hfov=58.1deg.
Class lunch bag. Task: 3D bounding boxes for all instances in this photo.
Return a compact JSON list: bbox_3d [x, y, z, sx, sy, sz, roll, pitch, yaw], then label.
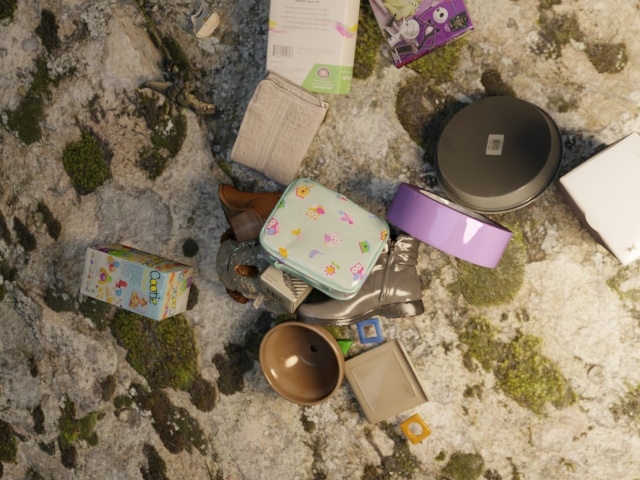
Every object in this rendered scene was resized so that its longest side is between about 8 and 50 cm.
[{"bbox_3d":[0.000,0.000,1.356,0.279,0.108,0.224,28,75,6],"label":"lunch bag"}]

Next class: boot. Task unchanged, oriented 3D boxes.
[{"bbox_3d":[-0.150,-0.106,1.537,0.220,0.283,0.109,-22,118,-10],"label":"boot"},{"bbox_3d":[0.094,0.091,1.451,0.337,0.118,0.223,-7,92,-12],"label":"boot"}]

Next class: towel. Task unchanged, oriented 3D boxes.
[{"bbox_3d":[-0.110,-0.278,1.485,0.187,0.049,0.282,27,127,-2],"label":"towel"}]

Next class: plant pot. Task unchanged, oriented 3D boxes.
[{"bbox_3d":[-0.037,0.308,1.538,0.237,0.109,0.238,6,107,21],"label":"plant pot"}]

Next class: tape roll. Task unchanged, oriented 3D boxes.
[{"bbox_3d":[0.292,-0.038,1.317,0.274,0.275,0.090,27,103,15],"label":"tape roll"}]

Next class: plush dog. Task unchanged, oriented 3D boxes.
[{"bbox_3d":[-0.201,0.074,1.559,0.225,0.210,0.263,3,94,45],"label":"plush dog"}]

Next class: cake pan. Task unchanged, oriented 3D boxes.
[{"bbox_3d":[0.401,-0.208,1.326,0.293,0.054,0.294,-8,70,23],"label":"cake pan"}]

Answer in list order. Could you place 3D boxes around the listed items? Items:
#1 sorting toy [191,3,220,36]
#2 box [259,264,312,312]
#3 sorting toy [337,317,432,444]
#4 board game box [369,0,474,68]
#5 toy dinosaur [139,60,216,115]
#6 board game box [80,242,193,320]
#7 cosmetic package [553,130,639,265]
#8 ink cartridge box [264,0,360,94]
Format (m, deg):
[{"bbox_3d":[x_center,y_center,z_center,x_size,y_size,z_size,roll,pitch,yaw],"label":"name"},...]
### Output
[{"bbox_3d":[-0.325,-0.616,1.602,0.083,0.045,0.075,-44,73,18],"label":"sorting toy"},{"bbox_3d":[-0.028,0.040,1.452,0.113,0.094,0.275,34,66,11],"label":"box"},{"bbox_3d":[0.171,0.370,1.518,0.195,0.047,0.348,-29,85,23],"label":"sorting toy"},{"bbox_3d":[0.216,-0.628,1.413,0.208,0.056,0.347,-23,87,15],"label":"board game box"},{"bbox_3d":[-0.409,-0.444,1.636,0.268,0.064,0.118,26,109,18],"label":"toy dinosaur"},{"bbox_3d":[-0.535,0.115,1.683,0.275,0.142,0.145,16,100,17],"label":"board game box"},{"bbox_3d":[0.593,-0.086,1.162,0.155,0.365,0.197,-36,84,18],"label":"cosmetic package"},{"bbox_3d":[-0.015,-0.555,1.433,0.207,0.119,0.354,12,108,17],"label":"ink cartridge box"}]
